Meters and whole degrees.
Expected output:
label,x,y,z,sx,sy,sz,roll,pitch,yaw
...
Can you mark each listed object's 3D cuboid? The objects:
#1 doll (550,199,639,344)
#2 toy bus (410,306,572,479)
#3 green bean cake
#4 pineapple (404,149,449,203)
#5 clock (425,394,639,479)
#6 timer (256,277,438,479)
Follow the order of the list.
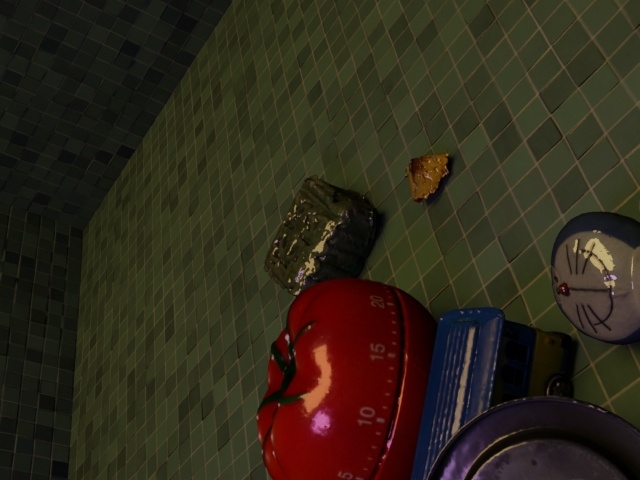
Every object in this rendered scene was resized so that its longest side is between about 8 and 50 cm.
label,x,y,z,sx,sy,sz,roll,pitch,yaw
doll,0.405,0.048,1.089,0.258,0.154,0.228,0,107,48
toy bus,0.244,0.253,1.215,0.138,0.175,0.287,-13,61,58
green bean cake,0.000,0.000,1.835,0.255,0.132,0.241,-63,26,10
pineapple,0.190,-0.132,1.661,0.114,0.077,0.114,-64,16,1
clock,0.281,0.343,1.025,0.319,0.066,0.318,-2,86,20
timer,0.054,0.251,1.402,0.378,0.279,0.377,-166,90,-76
